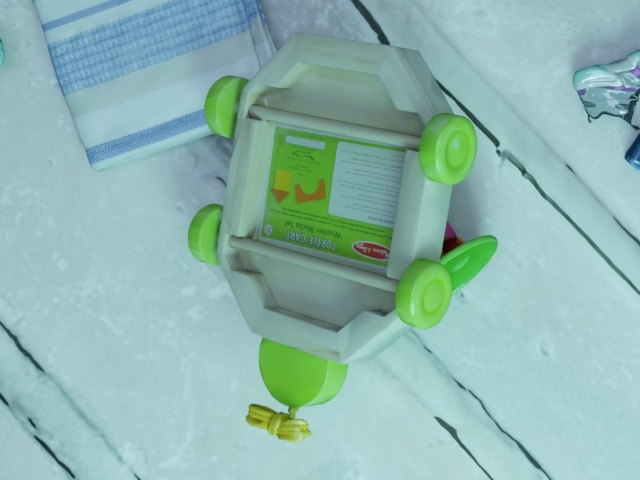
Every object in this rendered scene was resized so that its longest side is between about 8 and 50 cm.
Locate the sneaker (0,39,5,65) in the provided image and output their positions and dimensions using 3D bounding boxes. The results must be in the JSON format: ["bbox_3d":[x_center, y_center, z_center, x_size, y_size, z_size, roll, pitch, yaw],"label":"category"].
[{"bbox_3d":[-0.414,-0.119,1.316,0.122,0.110,0.283,44,95,1],"label":"sneaker"}]

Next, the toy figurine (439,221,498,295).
[{"bbox_3d":[0.048,-0.005,1.278,0.173,0.130,0.159,-47,70,29],"label":"toy figurine"}]

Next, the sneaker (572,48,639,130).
[{"bbox_3d":[0.283,-0.134,1.272,0.098,0.038,0.069,-18,90,16],"label":"sneaker"}]

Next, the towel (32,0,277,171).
[{"bbox_3d":[-0.162,-0.224,1.323,0.209,0.034,0.285,-20,88,6],"label":"towel"}]

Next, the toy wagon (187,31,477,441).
[{"bbox_3d":[0.000,0.000,1.206,0.267,0.068,0.344,15,100,40],"label":"toy wagon"}]

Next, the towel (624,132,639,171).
[{"bbox_3d":[0.340,-0.067,1.267,0.119,0.029,0.067,32,93,6],"label":"towel"}]
